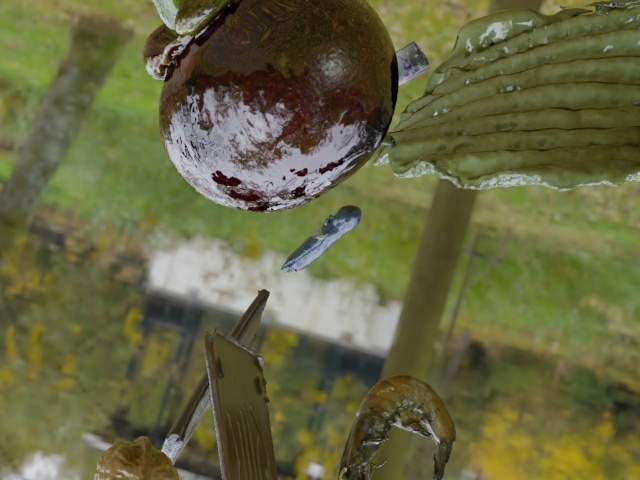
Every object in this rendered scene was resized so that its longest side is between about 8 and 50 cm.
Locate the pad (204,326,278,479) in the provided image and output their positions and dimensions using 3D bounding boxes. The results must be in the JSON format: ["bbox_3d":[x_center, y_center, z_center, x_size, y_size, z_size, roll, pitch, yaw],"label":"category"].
[{"bbox_3d":[-0.082,0.257,1.766,0.018,0.286,0.284,-9,167,7],"label":"pad"}]

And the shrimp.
[{"bbox_3d":[0.111,0.295,2.185,0.150,0.217,0.051,26,155,3],"label":"shrimp"}]

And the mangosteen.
[{"bbox_3d":[-0.042,-0.138,1.277,0.216,0.216,0.216,16,176,1],"label":"mangosteen"}]

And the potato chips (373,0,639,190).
[{"bbox_3d":[0.232,-0.144,1.673,0.389,0.373,0.097,6,127,36],"label":"potato chips"}]

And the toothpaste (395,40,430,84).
[{"bbox_3d":[0.044,-0.183,1.902,0.196,0.040,0.047,-29,173,6],"label":"toothpaste"}]

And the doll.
[{"bbox_3d":[0.000,0.000,1.843,0.027,0.125,0.037,56,-166,24],"label":"doll"}]

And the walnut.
[{"bbox_3d":[-0.174,0.226,1.441,0.079,0.082,0.096,16,171,-13],"label":"walnut"}]

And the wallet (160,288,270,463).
[{"bbox_3d":[-0.149,0.200,2.114,0.030,0.285,0.146,31,143,2],"label":"wallet"}]
